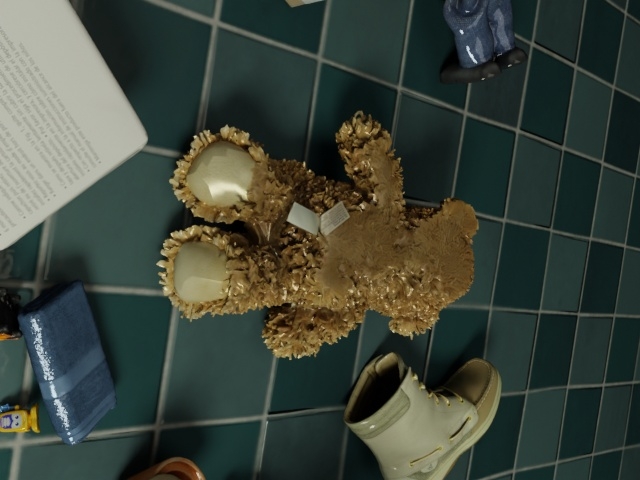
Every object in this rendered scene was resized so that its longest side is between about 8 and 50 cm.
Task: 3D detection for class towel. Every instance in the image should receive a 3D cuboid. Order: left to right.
[{"bbox_3d":[-0.200,0.096,0.538,0.067,0.029,0.120,-52,137,-63],"label":"towel"}]

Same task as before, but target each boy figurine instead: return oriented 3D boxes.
[{"bbox_3d":[0.155,-0.322,0.760,0.177,0.092,0.285,-34,116,-32],"label":"boy figurine"}]

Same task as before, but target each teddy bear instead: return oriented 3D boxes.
[{"bbox_3d":[0.000,0.000,0.677,0.338,0.113,0.245,-10,96,-32],"label":"teddy bear"}]

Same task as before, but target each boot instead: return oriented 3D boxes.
[{"bbox_3d":[0.129,0.187,0.822,0.213,0.077,0.165,-45,121,-24],"label":"boot"}]

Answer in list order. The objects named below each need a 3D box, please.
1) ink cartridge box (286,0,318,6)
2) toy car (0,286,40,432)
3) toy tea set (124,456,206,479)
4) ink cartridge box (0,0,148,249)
[{"bbox_3d":[0.004,-0.295,0.537,0.193,0.234,0.088,40,71,-36],"label":"ink cartridge box"},{"bbox_3d":[-0.241,0.093,0.502,0.040,0.060,0.122,-6,94,-8],"label":"toy car"},{"bbox_3d":[-0.050,0.326,0.612,0.336,0.124,0.200,46,36,-34],"label":"toy tea set"},{"bbox_3d":[-0.277,-0.104,0.390,0.261,0.066,0.296,-43,134,-21],"label":"ink cartridge box"}]
